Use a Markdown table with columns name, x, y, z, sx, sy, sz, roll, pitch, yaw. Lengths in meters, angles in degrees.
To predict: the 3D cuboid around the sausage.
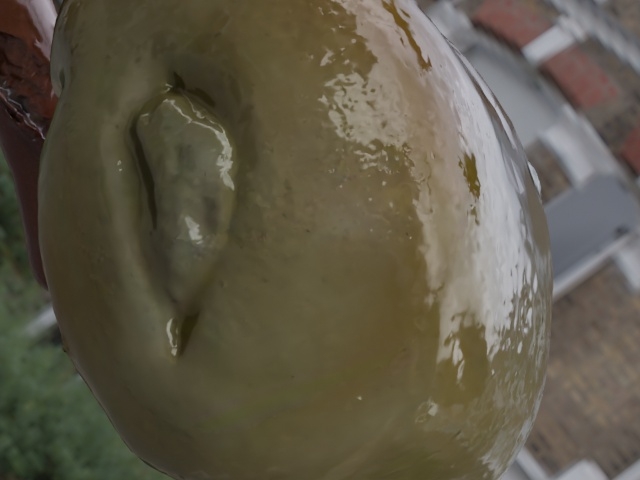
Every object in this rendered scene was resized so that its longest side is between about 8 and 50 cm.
| name | x | y | z | sx | sy | sz | roll | pitch | yaw |
| --- | --- | --- | --- | --- | --- | --- | --- | --- | --- |
| sausage | -0.208 | -0.106 | 1.303 | 0.079 | 0.087 | 0.326 | 33 | -35 | 55 |

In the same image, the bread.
| name | x | y | z | sx | sy | sz | roll | pitch | yaw |
| --- | --- | --- | --- | --- | --- | --- | --- | --- | --- |
| bread | 0.000 | 0.000 | 1.090 | 0.376 | 0.253 | 0.348 | 45 | 30 | -64 |
